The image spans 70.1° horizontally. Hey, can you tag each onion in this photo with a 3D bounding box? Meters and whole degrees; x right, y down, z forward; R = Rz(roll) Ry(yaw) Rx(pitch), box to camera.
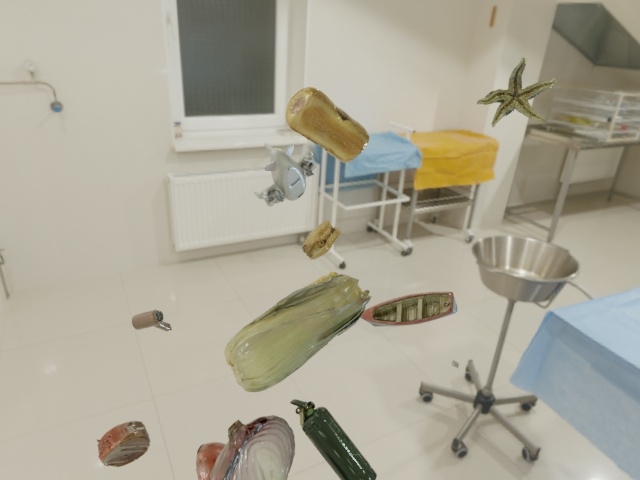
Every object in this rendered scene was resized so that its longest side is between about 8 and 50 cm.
[{"bbox_3d":[-0.137,0.396,0.804,0.098,0.151,0.206,-30,6,37],"label":"onion"}]

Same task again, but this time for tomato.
[{"bbox_3d":[-0.313,0.765,1.491,0.112,0.228,0.199,-26,-7,3],"label":"tomato"}]

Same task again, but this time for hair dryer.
[{"bbox_3d":[-0.660,0.335,1.854,0.117,0.181,0.064,-15,62,17],"label":"hair dryer"}]

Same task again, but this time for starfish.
[{"bbox_3d":[0.552,-0.385,1.258,0.176,0.208,0.053,53,13,9],"label":"starfish"}]

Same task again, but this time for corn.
[{"bbox_3d":[-0.039,0.167,0.878,0.305,0.122,0.123,-34,79,-24],"label":"corn"}]

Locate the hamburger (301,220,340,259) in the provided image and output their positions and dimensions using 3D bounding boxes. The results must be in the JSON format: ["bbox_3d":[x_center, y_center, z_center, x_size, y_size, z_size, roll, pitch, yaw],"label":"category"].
[{"bbox_3d":[0.000,0.000,1.640,0.138,0.083,0.147,-26,23,52],"label":"hamburger"}]

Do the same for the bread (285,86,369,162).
[{"bbox_3d":[0.022,-0.356,1.422,0.305,0.142,0.091,26,25,-44],"label":"bread"}]

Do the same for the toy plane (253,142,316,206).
[{"bbox_3d":[-0.118,-0.226,1.549,0.252,0.252,0.118,-20,49,-40],"label":"toy plane"}]

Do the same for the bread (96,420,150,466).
[{"bbox_3d":[-0.637,0.659,1.478,0.160,0.160,0.073,-13,46,-32],"label":"bread"}]

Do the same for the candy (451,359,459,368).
[{"bbox_3d":[0.456,0.417,1.533,0.030,0.020,0.083,24,-6,13],"label":"candy"}]

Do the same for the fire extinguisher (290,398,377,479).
[{"bbox_3d":[0.029,0.586,1.330,0.095,0.114,0.311,-34,82,-36],"label":"fire extinguisher"}]

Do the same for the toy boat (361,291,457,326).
[{"bbox_3d":[0.333,0.278,1.762,0.392,0.079,0.136,-17,42,32],"label":"toy boat"}]
